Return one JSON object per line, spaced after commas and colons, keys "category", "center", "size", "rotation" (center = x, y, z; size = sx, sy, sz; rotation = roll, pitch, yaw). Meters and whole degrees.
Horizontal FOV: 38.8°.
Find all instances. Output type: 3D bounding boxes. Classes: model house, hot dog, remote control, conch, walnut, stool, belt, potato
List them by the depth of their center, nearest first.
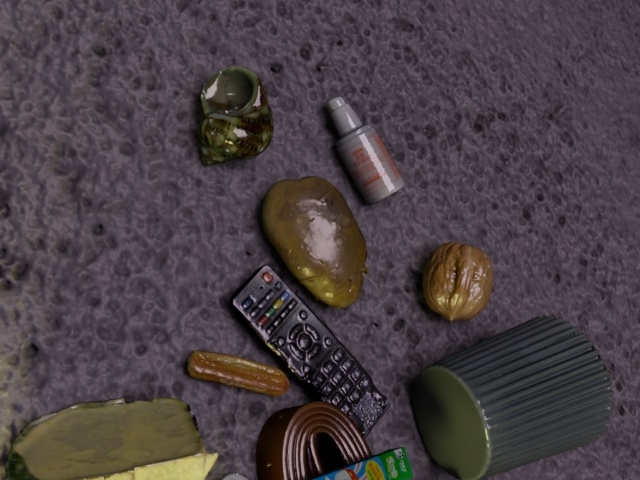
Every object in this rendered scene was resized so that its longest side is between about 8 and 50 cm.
{"category": "model house", "center": [-0.339, 0.434, 1.511], "size": [0.321, 0.261, 0.266], "rotation": [-7, 105, -16]}
{"category": "belt", "center": [0.003, 0.482, 1.744], "size": [0.217, 0.122, 0.339], "rotation": [-13, 82, -35]}
{"category": "hot dog", "center": [-0.161, 0.257, 1.755], "size": [0.215, 0.047, 0.066], "rotation": [16, 52, -27]}
{"category": "remote control", "center": [-0.021, 0.226, 1.841], "size": [0.399, 0.062, 0.144], "rotation": [48, 56, -9]}
{"category": "conch", "center": [-0.181, -0.241, 1.852], "size": [0.181, 0.124, 0.187], "rotation": [-37, 68, -23]}
{"category": "potato", "center": [0.000, 0.000, 1.876], "size": [0.191, 0.141, 0.296], "rotation": [-30, 95, -32]}
{"category": "stool", "center": [0.400, 0.344, 1.939], "size": [0.330, 0.297, 0.297], "rotation": [-15, 84, -29]}
{"category": "walnut", "center": [0.306, 0.095, 2.030], "size": [0.155, 0.155, 0.184], "rotation": [21, 68, -25]}

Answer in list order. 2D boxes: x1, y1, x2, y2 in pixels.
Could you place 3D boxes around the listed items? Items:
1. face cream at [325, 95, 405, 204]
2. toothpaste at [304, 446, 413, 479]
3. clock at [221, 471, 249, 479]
{"category": "face cream", "center": [0.089, -0.208, 2.015], "size": [0.101, 0.101, 0.252], "rotation": [-31, 93, -34]}
{"category": "toothpaste", "center": [0.054, 0.449, 1.687], "size": [0.266, 0.050, 0.065], "rotation": [-9, 76, -37]}
{"category": "clock", "center": [-0.154, 0.539, 1.625], "size": [0.236, 0.053, 0.236], "rotation": [-16, 90, -73]}
